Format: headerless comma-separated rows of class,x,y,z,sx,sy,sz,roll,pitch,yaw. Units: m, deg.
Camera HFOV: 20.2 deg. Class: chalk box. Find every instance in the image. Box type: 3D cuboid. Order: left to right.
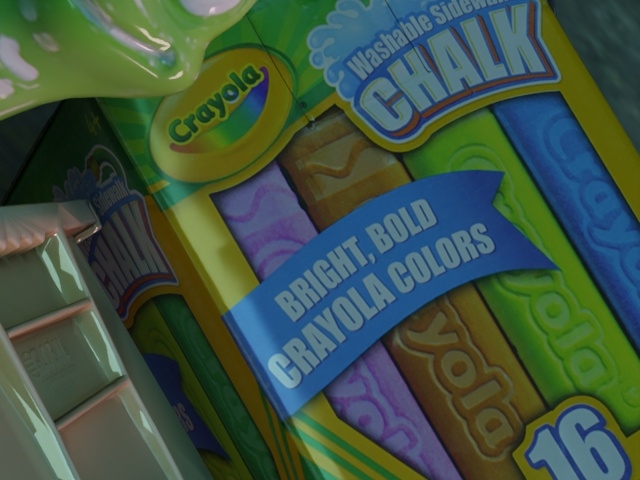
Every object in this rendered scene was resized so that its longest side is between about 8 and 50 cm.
chalk box,0.000,0.000,0.680,0.179,0.180,0.289,-28,83,-25

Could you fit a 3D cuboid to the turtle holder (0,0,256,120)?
turtle holder,-0.147,-0.167,0.577,0.227,0.320,0.243,-30,112,-2

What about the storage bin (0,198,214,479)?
storage bin,-0.170,0.108,0.492,0.262,0.260,0.123,-30,89,4

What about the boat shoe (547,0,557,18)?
boat shoe,0.050,-0.173,0.799,0.102,0.092,0.285,-5,75,-21
